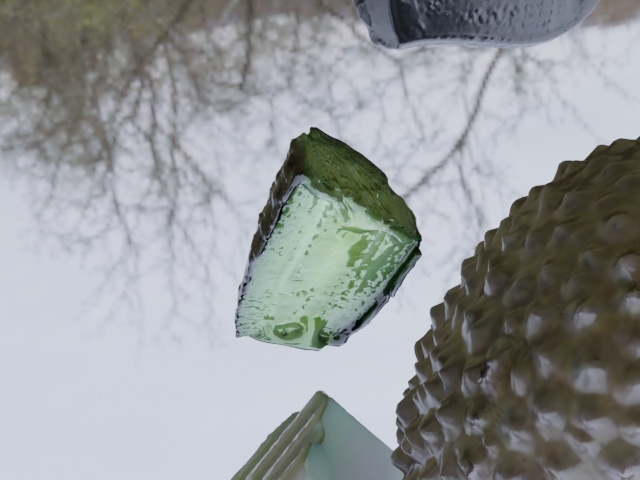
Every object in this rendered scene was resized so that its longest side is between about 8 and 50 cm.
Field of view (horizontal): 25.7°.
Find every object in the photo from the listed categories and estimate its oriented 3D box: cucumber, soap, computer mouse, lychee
[{"bbox_3d":[0.000,0.000,0.977,0.115,0.193,0.086,3,-134,-21],"label":"cucumber"},{"bbox_3d":[-0.065,0.307,1.292,0.347,0.115,0.208,-50,-171,-6],"label":"soap"},{"bbox_3d":[0.135,-0.249,1.264,0.264,0.147,0.088,-5,-155,-25],"label":"computer mouse"},{"bbox_3d":[0.258,0.110,1.049,0.432,0.380,0.380,-34,-174,11],"label":"lychee"}]
